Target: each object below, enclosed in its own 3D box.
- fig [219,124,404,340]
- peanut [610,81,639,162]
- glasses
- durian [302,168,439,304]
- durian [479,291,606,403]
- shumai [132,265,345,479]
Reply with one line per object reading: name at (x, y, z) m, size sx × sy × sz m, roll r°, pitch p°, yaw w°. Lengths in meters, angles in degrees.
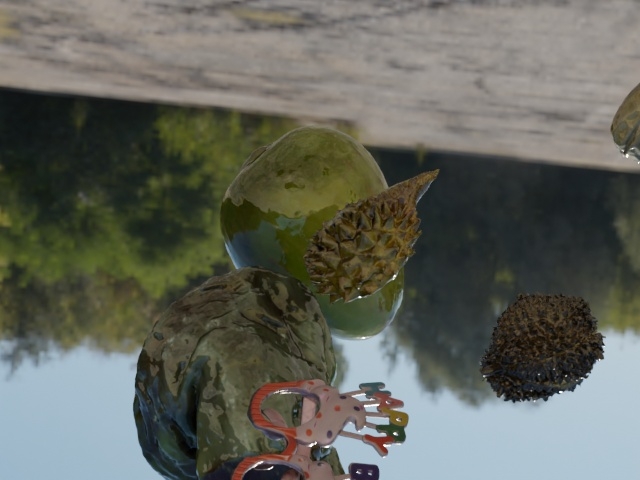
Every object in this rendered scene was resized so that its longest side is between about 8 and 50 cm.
fig at (0.000, 0.000, 1.852) m, size 0.258 × 0.326 × 0.258 m, roll -31°, pitch -176°, yaw 2°
peanut at (0.338, -0.135, 1.124) m, size 0.080 × 0.174 × 0.080 m, roll 45°, pitch -163°, yaw -18°
glasses at (0.004, 0.230, 1.192) m, size 0.162 × 0.095 × 0.255 m, roll 3°, pitch -140°, yaw 7°
durian at (0.065, -0.022, 1.597) m, size 0.078 × 0.224 × 0.140 m, roll 45°, pitch 173°, yaw -36°
durian at (0.318, 0.163, 1.847) m, size 0.196 × 0.196 × 0.167 m, roll 3°, pitch -141°, yaw -39°
shumai at (-0.057, 0.211, 1.522) m, size 0.309 × 0.304 × 0.263 m, roll 48°, pitch 171°, yaw -34°
